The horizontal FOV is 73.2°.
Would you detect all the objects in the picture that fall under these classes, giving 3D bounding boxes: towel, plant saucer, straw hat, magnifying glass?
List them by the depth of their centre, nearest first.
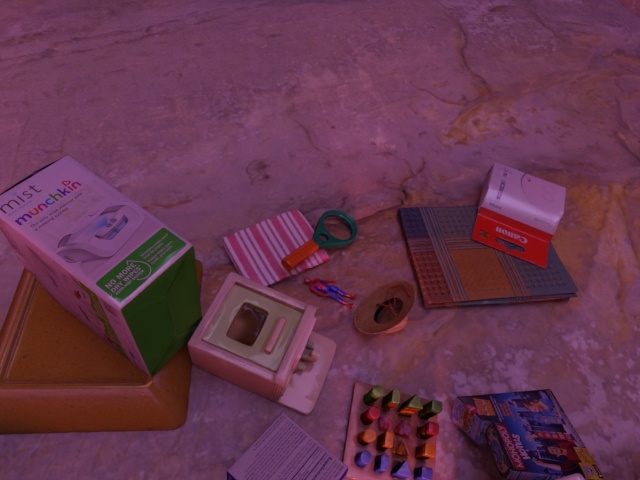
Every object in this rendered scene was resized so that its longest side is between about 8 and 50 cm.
[{"bbox_3d":[-0.393,0.152,0.755,0.333,0.081,0.332,3,57,-10],"label":"plant saucer"},{"bbox_3d":[0.144,0.151,0.871,0.061,0.145,0.144,54,52,-26],"label":"straw hat"},{"bbox_3d":[-0.096,0.021,0.935,0.197,0.029,0.144,-23,67,-24],"label":"towel"},{"bbox_3d":[0.000,0.000,0.939,0.092,0.026,0.231,45,45,10],"label":"magnifying glass"},{"bbox_3d":[0.384,0.028,1.021,0.371,0.040,0.271,-2,57,-11],"label":"towel"}]

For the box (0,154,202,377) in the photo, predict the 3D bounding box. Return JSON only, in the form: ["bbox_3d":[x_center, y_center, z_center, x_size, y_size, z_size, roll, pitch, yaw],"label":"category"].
[{"bbox_3d":[-0.307,0.053,0.632,0.231,0.262,0.126,33,56,12],"label":"box"}]

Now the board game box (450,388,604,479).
[{"bbox_3d":[0.338,0.339,0.751,0.194,0.060,0.194,5,24,2],"label":"board game box"}]

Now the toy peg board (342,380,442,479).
[{"bbox_3d":[0.131,0.332,0.742,0.161,0.079,0.160,15,55,-1],"label":"toy peg board"}]

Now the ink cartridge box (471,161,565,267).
[{"bbox_3d":[0.485,-0.070,1.047,0.189,0.066,0.232,23,52,6],"label":"ink cartridge box"}]

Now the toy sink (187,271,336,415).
[{"bbox_3d":[-0.089,0.182,0.764,0.234,0.131,0.152,24,56,4],"label":"toy sink"}]

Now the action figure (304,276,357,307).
[{"bbox_3d":[0.019,0.103,0.902,0.115,0.030,0.038,22,60,5],"label":"action figure"}]

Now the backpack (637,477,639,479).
[{"bbox_3d":[0.602,0.449,0.611,0.273,0.355,0.290,-50,52,1],"label":"backpack"}]

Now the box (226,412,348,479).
[{"bbox_3d":[-0.050,0.364,0.660,0.137,0.072,0.126,31,43,25],"label":"box"}]

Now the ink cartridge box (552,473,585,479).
[{"bbox_3d":[0.280,0.435,0.538,0.198,0.270,0.197,-26,50,12],"label":"ink cartridge box"}]
